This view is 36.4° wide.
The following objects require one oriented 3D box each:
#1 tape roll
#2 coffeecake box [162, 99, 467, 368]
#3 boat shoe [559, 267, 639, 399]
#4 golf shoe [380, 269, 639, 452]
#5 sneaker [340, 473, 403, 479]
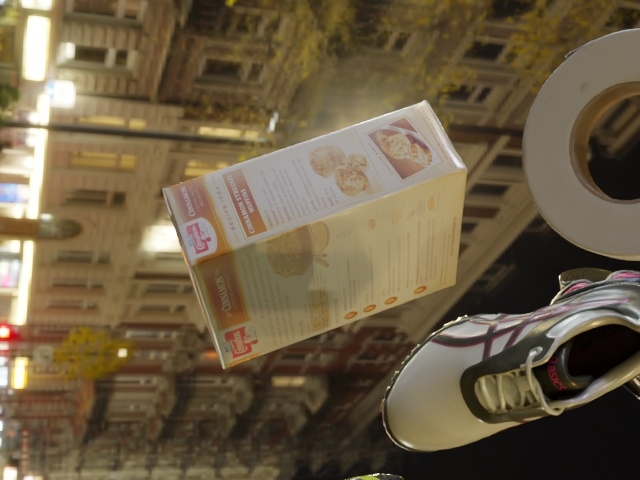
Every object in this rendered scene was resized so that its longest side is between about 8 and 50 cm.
[{"bbox_3d":[0.529,-0.161,1.642,0.391,0.072,0.392,-6,-100,36],"label":"tape roll"},{"bbox_3d":[0.000,0.000,0.672,0.142,0.185,0.068,84,-16,-56],"label":"coffeecake box"},{"bbox_3d":[0.301,0.098,0.986,0.223,0.080,0.074,-116,-160,-65],"label":"boat shoe"},{"bbox_3d":[0.167,0.107,0.824,0.105,0.272,0.120,61,14,-1],"label":"golf shoe"},{"bbox_3d":[-0.012,0.236,0.504,0.385,0.145,0.147,94,-17,-56],"label":"sneaker"}]
